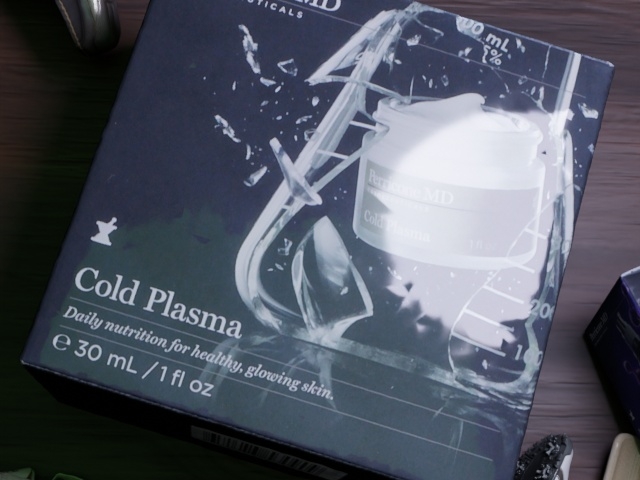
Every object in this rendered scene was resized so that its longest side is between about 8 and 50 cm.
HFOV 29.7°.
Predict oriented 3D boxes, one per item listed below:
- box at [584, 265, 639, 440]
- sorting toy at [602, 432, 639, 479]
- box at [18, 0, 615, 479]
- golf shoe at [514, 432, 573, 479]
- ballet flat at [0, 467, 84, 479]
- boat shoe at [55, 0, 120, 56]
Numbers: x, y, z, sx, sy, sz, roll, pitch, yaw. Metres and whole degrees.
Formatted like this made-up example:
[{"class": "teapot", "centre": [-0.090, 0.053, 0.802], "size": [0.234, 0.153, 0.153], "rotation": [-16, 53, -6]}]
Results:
[{"class": "box", "centre": [0.400, 0.140, 1.334], "size": [0.108, 0.153, 0.207], "rotation": [-16, 63, -13]}, {"class": "sorting toy", "centre": [0.402, 0.395, 1.363], "size": [0.229, 0.041, 0.307], "rotation": [17, 83, 2]}, {"class": "box", "centre": [0.000, 0.000, 1.288], "size": [0.480, 0.297, 0.472], "rotation": [17, 74, -1]}, {"class": "golf shoe", "centre": [0.249, 0.316, 1.356], "size": [0.094, 0.077, 0.198], "rotation": [32, 74, -20]}, {"class": "ballet flat", "centre": [-0.308, 0.278, 1.324], "size": [0.168, 0.057, 0.052], "rotation": [15, 48, -5]}, {"class": "boat shoe", "centre": [-0.347, -0.357, 1.433], "size": [0.130, 0.132, 0.355], "rotation": [-27, 72, -1]}]
